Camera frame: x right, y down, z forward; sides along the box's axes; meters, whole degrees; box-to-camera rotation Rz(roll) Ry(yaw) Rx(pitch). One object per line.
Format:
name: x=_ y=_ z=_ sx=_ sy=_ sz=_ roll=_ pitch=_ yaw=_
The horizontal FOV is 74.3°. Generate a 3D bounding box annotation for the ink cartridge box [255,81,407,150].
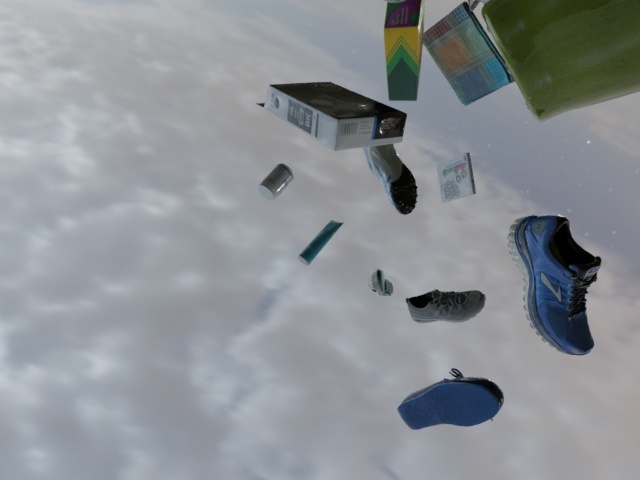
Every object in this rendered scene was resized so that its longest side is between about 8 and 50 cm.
ink cartridge box: x=0.007 y=-0.274 z=0.875 sx=0.165 sy=0.065 sz=0.332 roll=-15 pitch=-144 yaw=-30

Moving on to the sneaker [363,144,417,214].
sneaker: x=0.177 y=-0.170 z=1.085 sx=0.085 sy=0.086 sz=0.237 roll=-16 pitch=-104 yaw=-19

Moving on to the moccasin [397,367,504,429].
moccasin: x=0.335 y=0.405 z=1.112 sx=0.117 sy=0.342 sz=0.138 roll=-23 pitch=-98 yaw=-39

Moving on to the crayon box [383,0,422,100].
crayon box: x=0.270 y=-0.683 z=1.319 sx=0.106 sy=0.313 sz=0.363 roll=4 pitch=-108 yaw=12

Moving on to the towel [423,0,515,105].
towel: x=0.597 y=-0.750 z=1.743 sx=0.370 sy=0.271 sz=0.040 roll=48 pitch=-114 yaw=-15

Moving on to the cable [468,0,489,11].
cable: x=0.557 y=-0.829 z=1.240 sx=0.257 sy=0.257 sz=0.089 roll=-44 pitch=-112 yaw=-9

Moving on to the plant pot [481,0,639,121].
plant pot: x=0.480 y=-0.387 z=0.693 sx=0.366 sy=0.353 sz=0.366 roll=35 pitch=-139 yaw=-37

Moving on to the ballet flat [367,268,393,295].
ballet flat: x=0.190 y=0.147 z=1.400 sx=0.068 sy=0.213 sz=0.072 roll=-7 pitch=-110 yaw=19

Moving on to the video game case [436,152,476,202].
video game case: x=0.473 y=-0.217 z=1.482 sx=0.019 sy=0.157 sz=0.143 roll=-6 pitch=-93 yaw=-26

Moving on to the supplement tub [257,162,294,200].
supplement tub: x=-0.139 y=-0.185 z=1.330 sx=0.071 sy=0.071 sz=0.107 roll=31 pitch=-114 yaw=15

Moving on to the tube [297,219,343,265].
tube: x=0.000 y=0.000 z=1.552 sx=0.080 sy=0.052 sz=0.207 roll=18 pitch=-119 yaw=48

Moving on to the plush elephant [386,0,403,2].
plush elephant: x=0.167 y=-0.576 z=0.585 sx=0.272 sy=0.330 sz=0.255 roll=2 pitch=174 yaw=37

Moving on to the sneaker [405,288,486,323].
sneaker: x=0.432 y=0.223 z=1.480 sx=0.115 sy=0.281 sz=0.105 roll=51 pitch=-146 yaw=-33

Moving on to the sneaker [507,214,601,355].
sneaker: x=0.533 y=0.098 z=0.928 sx=0.130 sy=0.147 sz=0.330 roll=-21 pitch=-89 yaw=-28
